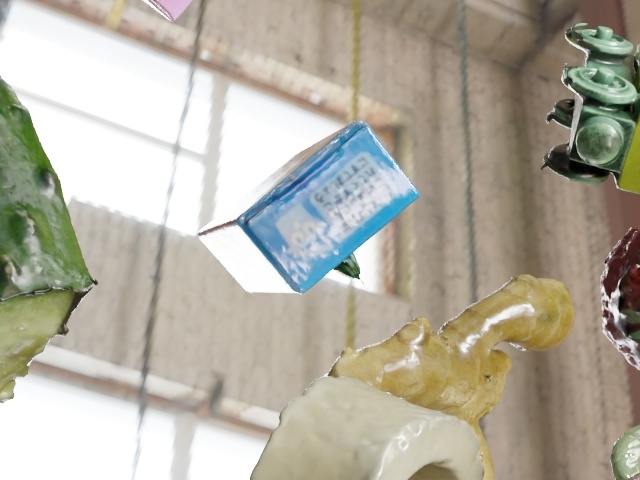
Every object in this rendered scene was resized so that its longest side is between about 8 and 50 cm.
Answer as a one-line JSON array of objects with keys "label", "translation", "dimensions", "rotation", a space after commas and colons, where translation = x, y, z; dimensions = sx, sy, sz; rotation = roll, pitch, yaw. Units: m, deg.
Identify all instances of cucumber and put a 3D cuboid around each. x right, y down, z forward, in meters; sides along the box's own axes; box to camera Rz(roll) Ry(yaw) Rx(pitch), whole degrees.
[{"label": "cucumber", "translation": [-0.281, -0.042, 0.990], "dimensions": [0.145, 0.105, 0.325], "rotation": [-46, -130, 25]}, {"label": "cucumber", "translation": [0.000, 0.000, 1.779], "dimensions": [0.039, 0.168, 0.039], "rotation": [-50, -177, 4]}]

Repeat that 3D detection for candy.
[{"label": "candy", "translation": [-0.021, -0.026, 1.383], "dimensions": [0.157, 0.100, 0.306], "rotation": [-40, -173, -11]}]

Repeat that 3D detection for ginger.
[{"label": "ginger", "translation": [0.195, 0.165, 1.851], "dimensions": [0.122, 0.348, 0.363], "rotation": [28, -97, 51]}]

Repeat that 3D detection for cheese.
[{"label": "cheese", "translation": [0.030, 0.322, 1.426], "dimensions": [0.153, 0.292, 0.332], "rotation": [17, -94, 30]}]

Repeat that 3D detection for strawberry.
[{"label": "strawberry", "translation": [0.560, 0.080, 2.026], "dimensions": [0.291, 0.292, 0.310], "rotation": [-57, -179, 30]}]

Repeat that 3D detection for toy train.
[{"label": "toy train", "translation": [0.439, -0.171, 1.822], "dimensions": [0.397, 0.253, 0.160], "rotation": [-62, 164, -65]}]

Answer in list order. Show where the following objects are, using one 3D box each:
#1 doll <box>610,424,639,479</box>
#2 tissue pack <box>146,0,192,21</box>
[{"label": "doll", "translation": [0.391, 0.302, 1.354], "dimensions": [0.284, 0.268, 0.216], "rotation": [51, -43, 25]}, {"label": "tissue pack", "translation": [-0.138, -0.283, 1.154], "dimensions": [0.148, 0.092, 0.246], "rotation": [-48, -154, 2]}]
